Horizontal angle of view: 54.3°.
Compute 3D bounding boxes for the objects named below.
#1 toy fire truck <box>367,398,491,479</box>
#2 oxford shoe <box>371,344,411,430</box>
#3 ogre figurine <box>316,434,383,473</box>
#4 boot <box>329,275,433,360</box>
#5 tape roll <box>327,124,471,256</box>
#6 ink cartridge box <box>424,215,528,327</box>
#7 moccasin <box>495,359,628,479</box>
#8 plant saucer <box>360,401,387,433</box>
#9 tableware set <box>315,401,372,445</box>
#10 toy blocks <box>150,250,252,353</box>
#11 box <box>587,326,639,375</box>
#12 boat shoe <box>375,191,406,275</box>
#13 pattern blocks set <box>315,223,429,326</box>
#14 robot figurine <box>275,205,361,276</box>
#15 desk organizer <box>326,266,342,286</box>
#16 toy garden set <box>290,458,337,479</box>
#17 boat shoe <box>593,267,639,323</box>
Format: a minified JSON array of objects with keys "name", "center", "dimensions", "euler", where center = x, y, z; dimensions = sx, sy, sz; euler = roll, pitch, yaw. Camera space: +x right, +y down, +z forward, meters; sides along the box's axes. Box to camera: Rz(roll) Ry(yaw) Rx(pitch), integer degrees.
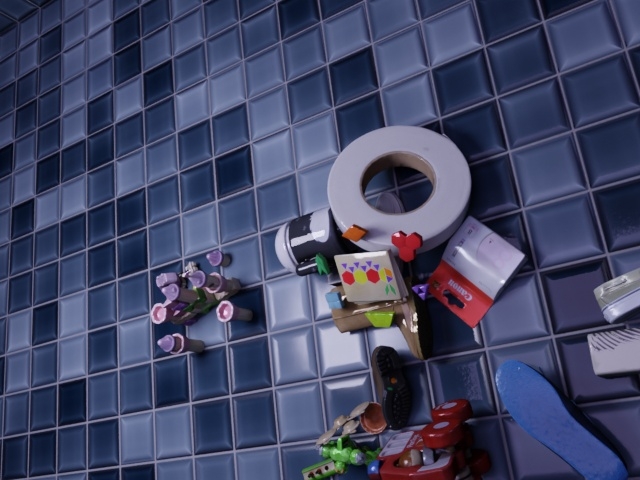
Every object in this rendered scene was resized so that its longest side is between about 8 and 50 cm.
[{"name":"toy fire truck","center":[0.248,0.510,1.476],"dimensions":[0.253,0.302,0.170],"euler":[-20,88,22]},{"name":"oxford shoe","center":[0.186,0.392,1.674],"dimensions":[0.082,0.096,0.227],"euler":[-7,87,-14]},{"name":"ogre figurine","center":[0.073,0.566,1.667],"dimensions":[0.197,0.118,0.097],"euler":[23,90,34]},{"name":"boot","center":[0.165,0.224,1.723],"dimensions":[0.269,0.089,0.236],"euler":[-15,77,34]},{"name":"tape roll","center":[0.214,-0.142,1.700],"dimensions":[0.391,0.072,0.392],"euler":[-5,61,8]},{"name":"ink cartridge box","center":[0.396,0.080,1.632],"dimensions":[0.189,0.066,0.232],"euler":[41,96,32]},{"name":"moccasin","center":[0.537,0.420,1.424],"dimensions":[0.138,0.116,0.342],"euler":[-46,62,14]},{"name":"plant saucer","center":[0.147,0.485,1.704],"dimensions":[0.083,0.013,0.084],"euler":[-9,72,30]},{"name":"tableware set","center":[0.065,0.492,1.674],"dimensions":[0.141,0.168,0.020],"euler":[-35,89,32]},{"name":"toy blocks","center":[-0.431,0.172,1.991],"dimensions":[0.288,0.260,0.309],"euler":[-34,63,20]},{"name":"box","center":[0.736,0.234,1.351],"dimensions":[0.275,0.113,0.094],"euler":[-14,70,27]},{"name":"boat shoe","center":[0.181,-0.015,1.765],"dimensions":[0.096,0.088,0.268],"euler":[-2,77,31]},{"name":"pattern blocks set","center":[0.132,0.093,1.624],"dimensions":[0.324,0.026,0.286],"euler":[3,112,34]},{"name":"robot figurine","center":[0.001,0.000,1.826],"dimensions":[0.278,0.209,0.174],"euler":[-19,85,26]},{"name":"desk organizer","center":[0.087,0.098,1.817],"dimensions":[0.130,0.050,0.047],"euler":[-16,70,28]},{"name":"toy garden set","center":[-0.015,0.752,1.715],"dimensions":[0.203,0.049,0.244],"euler":[-30,64,22]},{"name":"boat shoe","center":[0.753,0.075,1.384],"dimensions":[0.302,0.109,0.094],"euler":[-36,60,22]}]
